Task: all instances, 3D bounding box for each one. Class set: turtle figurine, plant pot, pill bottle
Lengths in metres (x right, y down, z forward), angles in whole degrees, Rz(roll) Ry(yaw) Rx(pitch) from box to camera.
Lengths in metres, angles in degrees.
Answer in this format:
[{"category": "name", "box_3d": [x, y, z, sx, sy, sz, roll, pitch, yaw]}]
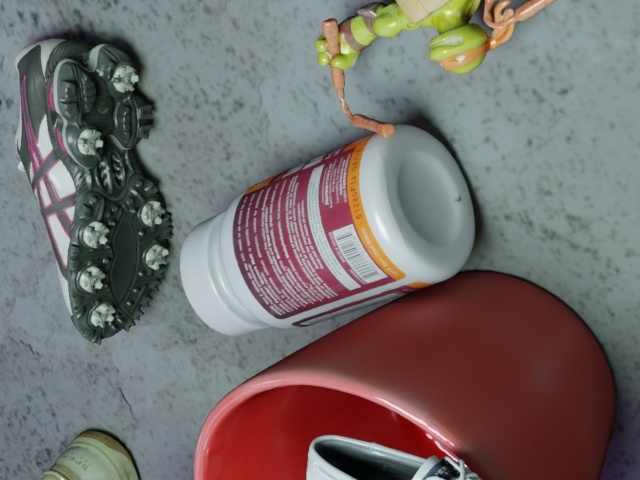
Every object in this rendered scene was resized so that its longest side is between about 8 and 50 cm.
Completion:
[{"category": "turtle figurine", "box_3d": [0.073, -0.203, 0.958, 0.269, 0.087, 0.217, -24, 89, 55]}, {"category": "plant pot", "box_3d": [0.085, 0.158, 1.045, 0.275, 0.243, 0.275, 16, 123, 27]}, {"category": "pill bottle", "box_3d": [0.000, 0.000, 1.096, 0.221, 0.121, 0.121, -20, 102, 39]}]

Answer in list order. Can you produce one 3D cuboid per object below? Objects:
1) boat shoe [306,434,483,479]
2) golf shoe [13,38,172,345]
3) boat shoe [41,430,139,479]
[{"category": "boat shoe", "box_3d": [0.069, 0.160, 0.861, 0.184, 0.066, 0.063, 15, 123, 38]}, {"category": "golf shoe", "box_3d": [-0.204, -0.046, 1.241, 0.120, 0.105, 0.273, 21, 120, 43]}, {"category": "boat shoe", "box_3d": [-0.220, 0.335, 1.449, 0.104, 0.089, 0.285, -1, 114, 34]}]
